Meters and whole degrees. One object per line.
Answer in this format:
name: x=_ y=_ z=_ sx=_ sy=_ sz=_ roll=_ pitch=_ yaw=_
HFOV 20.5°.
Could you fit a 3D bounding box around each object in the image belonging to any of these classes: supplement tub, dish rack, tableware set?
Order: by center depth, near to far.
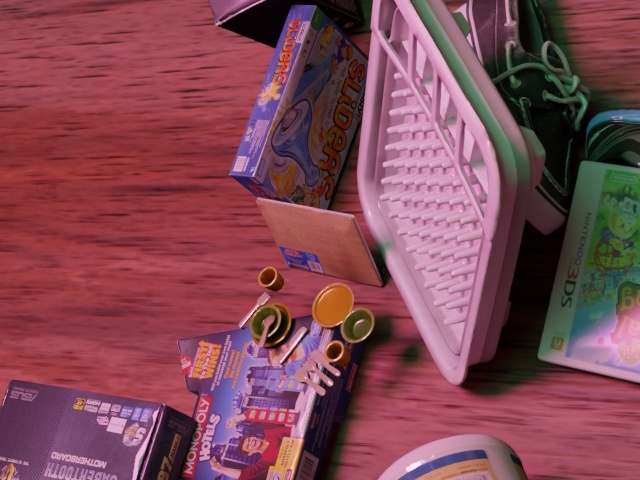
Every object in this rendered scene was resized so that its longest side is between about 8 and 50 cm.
supplement tub: x=0.135 y=0.285 z=1.527 sx=0.144 sy=0.144 sz=0.199 roll=-32 pitch=51 yaw=15
dish rack: x=0.120 y=-0.058 z=1.650 sx=0.072 sy=0.333 sz=0.285 roll=-13 pitch=51 yaw=-17
tableware set: x=-0.016 y=0.077 z=1.743 sx=0.104 sy=0.024 sz=0.154 roll=-51 pitch=48 yaw=-1

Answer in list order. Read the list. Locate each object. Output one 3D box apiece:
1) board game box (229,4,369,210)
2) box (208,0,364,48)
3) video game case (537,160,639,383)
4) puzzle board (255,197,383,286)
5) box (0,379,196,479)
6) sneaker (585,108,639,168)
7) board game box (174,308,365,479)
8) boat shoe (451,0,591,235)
board game box: x=-0.015 y=-0.128 z=1.862 sx=0.035 sy=0.136 sz=0.201 roll=6 pitch=70 yaw=37
box: x=-0.068 y=-0.353 z=1.940 sx=0.103 sy=0.184 sz=0.261 roll=-23 pitch=74 yaw=21
video game case: x=0.309 y=0.035 z=1.596 sx=0.212 sy=0.023 sz=0.193 roll=11 pitch=88 yaw=37
puzzle board: x=0.000 y=0.000 z=1.812 sx=0.128 sy=0.096 sz=0.011 roll=12 pitch=51 yaw=38
box: x=-0.252 y=0.246 z=1.799 sx=0.233 sy=0.059 sz=0.183 roll=5 pitch=71 yaw=39
sneaker: x=0.334 y=-0.084 z=1.657 sx=0.188 sy=0.067 sz=0.078 roll=-2 pitch=73 yaw=38
board game box: x=-0.069 y=0.163 z=1.788 sx=0.194 sy=0.060 sz=0.194 roll=3 pitch=67 yaw=36
boat shoe: x=0.209 y=-0.141 z=1.736 sx=0.105 sy=0.113 sz=0.306 roll=-32 pitch=39 yaw=22
